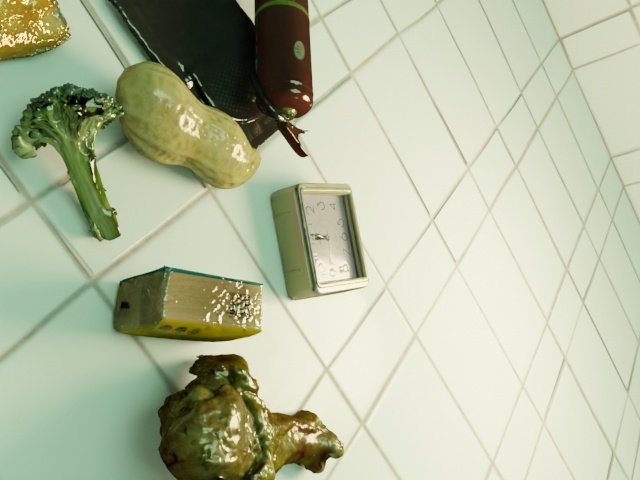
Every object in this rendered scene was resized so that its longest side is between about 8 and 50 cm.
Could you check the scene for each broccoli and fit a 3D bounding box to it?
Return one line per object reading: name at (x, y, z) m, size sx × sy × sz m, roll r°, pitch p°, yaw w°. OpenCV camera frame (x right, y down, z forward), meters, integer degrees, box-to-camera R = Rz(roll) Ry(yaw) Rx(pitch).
broccoli at (-0.303, -0.097, 0.831) m, size 0.122 × 0.118 × 0.204 m, roll -58°, pitch 140°, yaw -68°

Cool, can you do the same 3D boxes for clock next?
clock at (0.000, 0.000, 1.134) m, size 0.147 × 0.071 × 0.192 m, roll -3°, pitch 81°, yaw -48°

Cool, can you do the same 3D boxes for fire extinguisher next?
fire extinguisher at (-0.057, -0.311, 1.092) m, size 0.141 × 0.105 × 0.341 m, roll 19°, pitch 63°, yaw -51°

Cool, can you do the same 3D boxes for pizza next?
pizza at (-0.408, -0.309, 0.796) m, size 0.204 × 0.080 × 0.188 m, roll -13°, pitch 110°, yaw -58°

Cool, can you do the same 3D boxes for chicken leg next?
chicken leg at (-0.105, 0.255, 0.915) m, size 0.361 × 0.140 × 0.212 m, roll 20°, pitch 48°, yaw -67°

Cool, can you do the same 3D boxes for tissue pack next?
tissue pack at (-0.175, 0.092, 0.880) m, size 0.169 × 0.120 × 0.082 m, roll 15°, pitch 68°, yaw -45°

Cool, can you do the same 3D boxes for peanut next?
peanut at (-0.194, -0.153, 0.946) m, size 0.256 × 0.123 × 0.124 m, roll 37°, pitch 53°, yaw -44°

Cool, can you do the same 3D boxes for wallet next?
wallet at (-0.170, -0.305, 1.072) m, size 0.323 × 0.041 × 0.247 m, roll 53°, pitch 44°, yaw -19°
